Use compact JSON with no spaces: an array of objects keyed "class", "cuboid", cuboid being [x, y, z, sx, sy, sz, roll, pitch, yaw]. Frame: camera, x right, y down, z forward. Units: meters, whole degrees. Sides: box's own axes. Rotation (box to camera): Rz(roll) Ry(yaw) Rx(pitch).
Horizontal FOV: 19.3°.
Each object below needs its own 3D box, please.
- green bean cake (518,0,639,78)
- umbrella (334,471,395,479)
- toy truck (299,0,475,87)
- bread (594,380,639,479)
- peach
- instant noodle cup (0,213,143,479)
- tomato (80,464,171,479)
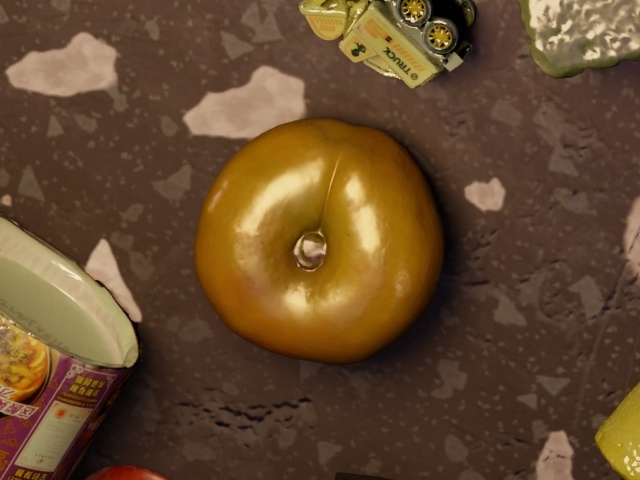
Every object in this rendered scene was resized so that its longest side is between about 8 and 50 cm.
[{"class":"green bean cake","cuboid":[0.271,-0.277,1.684,0.222,0.125,0.227,-12,104,20]},{"class":"umbrella","cuboid":[0.159,0.298,1.945,0.340,0.118,0.118,0,110,4]},{"class":"toy truck","cuboid":[0.052,-0.224,1.780,0.191,0.085,0.116,45,118,-7]},{"class":"bread","cuboid":[0.345,0.202,1.855,0.129,0.111,0.114,30,106,-3]},{"class":"peach","cuboid":[0.000,0.000,1.845,0.251,0.153,0.251,1,96,6]},{"class":"instant noodle cup","cuboid":[-0.349,0.145,1.904,0.340,0.340,0.266,40,104,-2]},{"class":"tomato","cuboid":[-0.209,0.349,2.045,0.173,0.099,0.189,-6,107,18]}]
